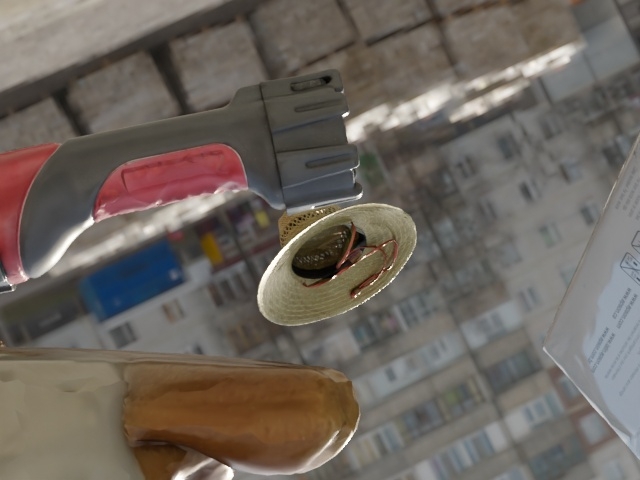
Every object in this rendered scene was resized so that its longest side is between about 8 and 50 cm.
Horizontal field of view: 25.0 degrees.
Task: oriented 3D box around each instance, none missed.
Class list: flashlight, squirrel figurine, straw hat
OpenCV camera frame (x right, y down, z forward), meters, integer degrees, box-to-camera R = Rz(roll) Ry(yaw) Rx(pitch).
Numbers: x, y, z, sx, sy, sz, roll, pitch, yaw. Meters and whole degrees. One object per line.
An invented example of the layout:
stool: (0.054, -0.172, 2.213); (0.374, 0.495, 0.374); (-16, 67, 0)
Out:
flashlight: (-0.124, -0.035, 1.027); (0.304, 0.103, 0.103); (-10, -141, -2)
squirrel figurine: (-0.197, 0.241, 0.760); (0.281, 0.370, 0.397); (3, 178, -36)
straw hat: (0.000, 0.000, 1.135); (0.144, 0.061, 0.144); (-23, 146, -16)

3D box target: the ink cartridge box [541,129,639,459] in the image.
ink cartridge box: (0.295, 0.100, 0.896); (0.071, 0.330, 0.324); (-33, 158, -21)
